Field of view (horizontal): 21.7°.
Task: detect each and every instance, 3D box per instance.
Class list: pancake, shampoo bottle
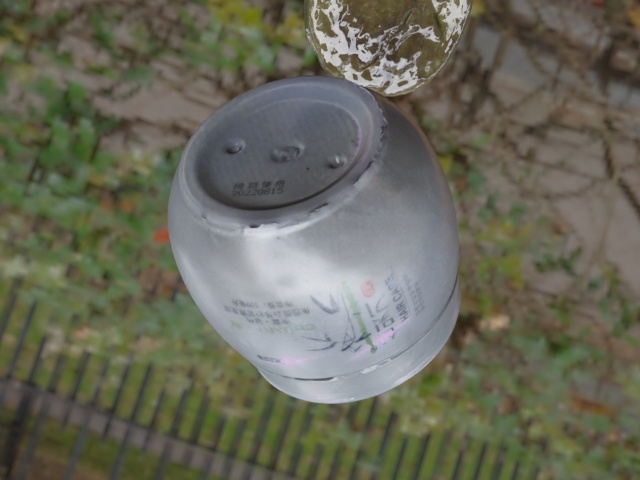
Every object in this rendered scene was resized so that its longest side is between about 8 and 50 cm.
[{"bbox_3d":[0.095,-0.297,2.185,0.242,0.242,0.050,25,-161,-30],"label":"pancake"},{"bbox_3d":[0.000,0.000,1.628,0.273,0.273,0.266,10,142,33],"label":"shampoo bottle"}]
